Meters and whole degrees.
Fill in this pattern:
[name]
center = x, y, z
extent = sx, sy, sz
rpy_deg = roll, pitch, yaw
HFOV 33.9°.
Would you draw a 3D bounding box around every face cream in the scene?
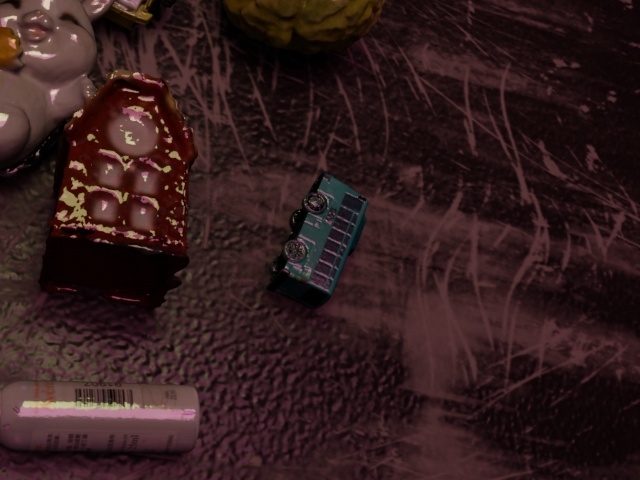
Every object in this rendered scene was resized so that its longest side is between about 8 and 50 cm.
[face cream]
center = -0.274, 0.199, 1.188
extent = 0.269, 0.082, 0.082
rpy_deg = 5, 68, -20

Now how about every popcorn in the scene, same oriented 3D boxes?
[popcorn]
center = -0.012, -0.370, 1.438
extent = 0.259, 0.212, 0.259
rpy_deg = -8, 66, 19

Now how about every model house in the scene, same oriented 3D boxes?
[model house]
center = -0.238, -0.072, 1.245
extent = 0.160, 0.196, 0.254
rpy_deg = 7, 67, -16

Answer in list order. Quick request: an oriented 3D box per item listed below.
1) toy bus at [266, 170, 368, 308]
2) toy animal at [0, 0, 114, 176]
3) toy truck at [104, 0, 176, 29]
[toy bus]
center = 0.000, 0.000, 1.370
extent = 0.092, 0.079, 0.160
rpy_deg = 26, 64, -8
[toy animal]
center = -0.366, -0.221, 1.265
extent = 0.209, 0.154, 0.325
rpy_deg = 5, 56, 0
[toy truck]
center = -0.225, -0.415, 1.432
extent = 0.136, 0.111, 0.285
rpy_deg = 28, 61, -11
